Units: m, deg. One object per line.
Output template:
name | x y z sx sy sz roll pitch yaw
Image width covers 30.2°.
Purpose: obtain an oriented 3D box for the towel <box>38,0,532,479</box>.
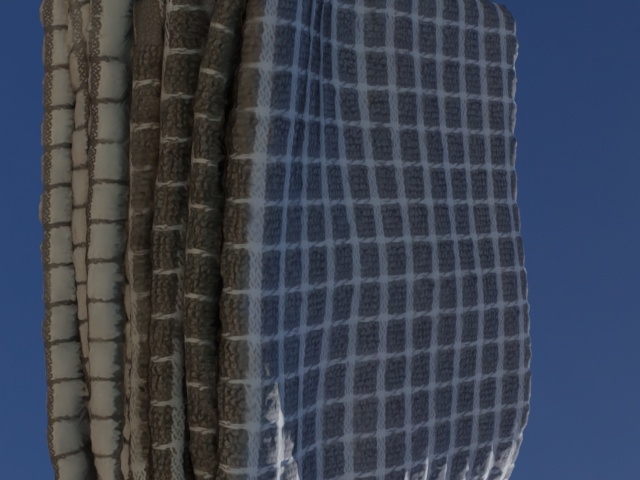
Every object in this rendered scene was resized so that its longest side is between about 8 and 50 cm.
towel | 0.000 0.000 0.552 0.121 0.235 0.284 3 -86 42
